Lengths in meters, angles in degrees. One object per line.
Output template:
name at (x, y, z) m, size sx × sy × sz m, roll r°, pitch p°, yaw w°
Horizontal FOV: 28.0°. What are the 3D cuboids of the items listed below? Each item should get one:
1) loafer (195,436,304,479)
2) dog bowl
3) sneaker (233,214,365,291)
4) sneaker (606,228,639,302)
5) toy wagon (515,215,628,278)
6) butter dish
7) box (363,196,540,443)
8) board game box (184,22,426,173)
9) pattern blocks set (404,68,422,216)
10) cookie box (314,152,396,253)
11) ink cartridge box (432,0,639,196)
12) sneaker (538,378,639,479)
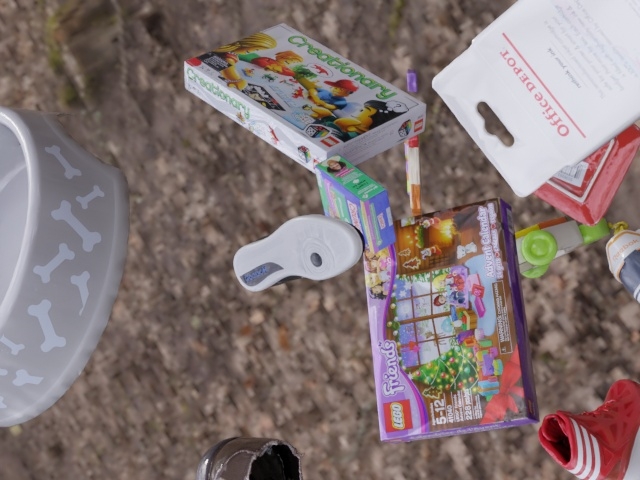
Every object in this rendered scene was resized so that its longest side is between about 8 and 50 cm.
loafer at (-0.062, 0.371, 1.342) m, size 0.130 × 0.134 × 0.366 m, roll -43°, pitch 51°, yaw 52°
dog bowl at (-0.346, 0.017, 1.353) m, size 0.102 × 0.349 × 0.349 m, roll 19°, pitch -164°, yaw -42°
sneaker at (0.000, 0.000, 1.561) m, size 0.217 × 0.121 × 0.079 m, roll -14°, pitch 97°, yaw 48°
sneaker at (0.559, 0.043, 2.073) m, size 0.127 × 0.126 × 0.321 m, roll 53°, pitch -162°, yaw 26°
toy wagon at (0.330, 0.026, 2.092) m, size 0.267 × 0.344 × 0.068 m, roll 41°, pitch -153°, yaw -81°
butter dish at (0.384, -0.120, 1.843) m, size 0.160 × 0.118 × 0.160 m, roll 35°, pitch 110°, yaw 32°
box at (0.165, 0.106, 1.680) m, size 0.057 × 0.201 × 0.293 m, roll 28°, pitch -127°, yaw -60°
board game box at (-0.025, -0.205, 1.830) m, size 0.305 × 0.193 × 0.053 m, roll 35°, pitch 137°, yaw 34°
pattern blocks set at (0.171, -0.159, 2.377) m, size 0.285 × 0.026 × 0.325 m, roll -84°, pitch -10°, yaw -56°
cookie box at (0.045, -0.047, 1.644) m, size 0.107 × 0.040 × 0.092 m, roll 38°, pitch 152°, yaw 42°
ink cartridge box at (0.337, -0.236, 1.595) m, size 0.207 × 0.353 × 0.119 m, roll 53°, pitch -157°, yaw 4°
sneaker at (0.353, 0.227, 1.644) m, size 0.128 × 0.087 × 0.221 m, roll 32°, pitch -151°, yaw -5°
